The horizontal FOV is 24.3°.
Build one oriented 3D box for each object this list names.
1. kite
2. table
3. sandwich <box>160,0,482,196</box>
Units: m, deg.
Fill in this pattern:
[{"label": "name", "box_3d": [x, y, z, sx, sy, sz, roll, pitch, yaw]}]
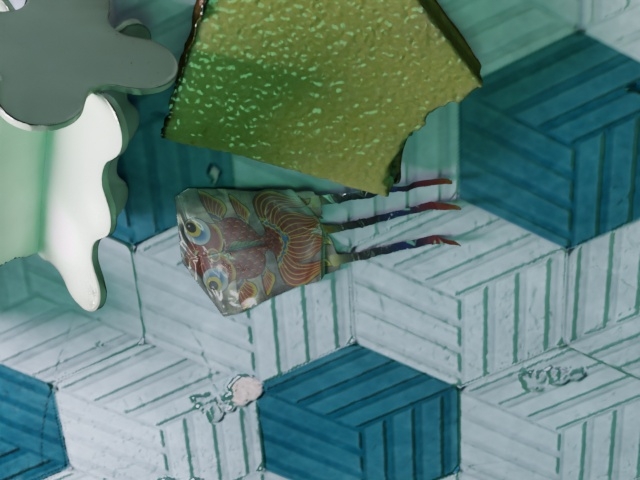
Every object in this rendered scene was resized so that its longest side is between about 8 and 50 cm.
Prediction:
[{"label": "kite", "box_3d": [0.000, -0.002, 1.180, 0.229, 0.016, 0.127, -7, 128, 10]}, {"label": "table", "box_3d": [-0.196, -0.059, 1.063, 0.166, 0.167, 0.198, 10, 133, -6]}, {"label": "sandwich", "box_3d": [0.021, -0.156, 1.045, 0.212, 0.063, 0.245, 15, 125, -14]}]
